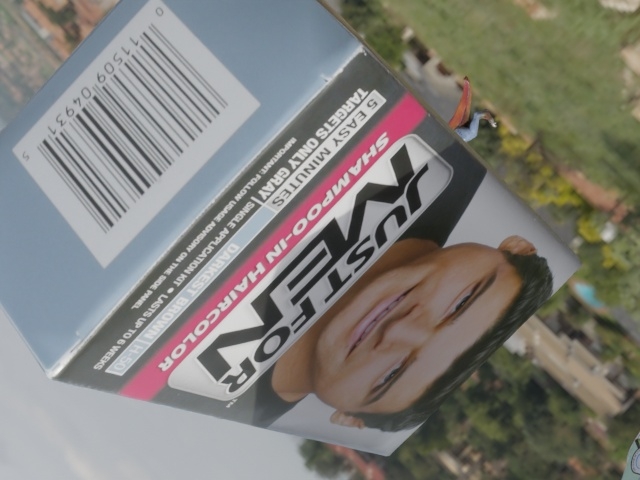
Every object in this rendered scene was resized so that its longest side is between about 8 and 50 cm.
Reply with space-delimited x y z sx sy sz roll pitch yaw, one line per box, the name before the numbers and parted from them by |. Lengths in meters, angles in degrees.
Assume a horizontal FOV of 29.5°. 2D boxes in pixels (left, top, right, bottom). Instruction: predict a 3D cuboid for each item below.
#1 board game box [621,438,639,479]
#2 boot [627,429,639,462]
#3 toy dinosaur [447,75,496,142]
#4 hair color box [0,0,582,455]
board game box | 0.278 0.320 0.892 0.046 0.317 0.213 28 167 -34
boot | 0.360 0.109 1.132 0.088 0.244 0.176 35 -167 -19
toy dinosaur | 0.111 -0.085 1.043 0.090 0.082 0.047 57 -172 -13
hair color box | 0.000 0.000 0.655 0.113 0.185 0.374 48 -171 27
